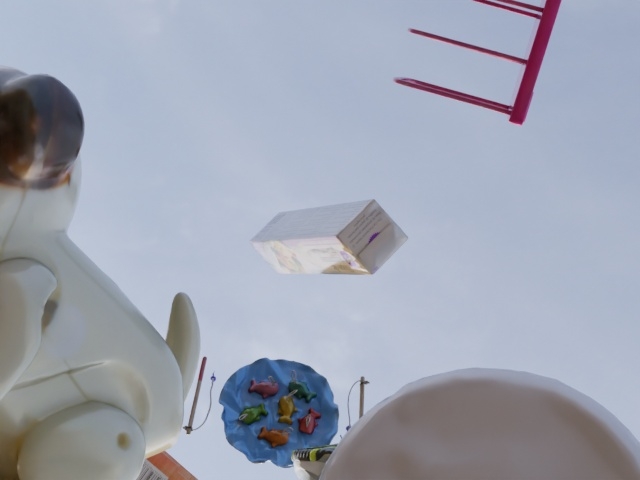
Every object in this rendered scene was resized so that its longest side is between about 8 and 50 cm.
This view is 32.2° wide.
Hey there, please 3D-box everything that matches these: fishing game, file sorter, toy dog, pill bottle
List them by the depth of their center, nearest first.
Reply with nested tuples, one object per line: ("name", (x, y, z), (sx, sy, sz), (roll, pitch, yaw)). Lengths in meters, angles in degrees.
("pill bottle", (0.097, 0.200, 0.611), (0.169, 0.301, 0.169), (-5, -120, 9))
("toy dog", (-0.273, 0.048, 0.975), (0.284, 0.395, 0.408), (10, -61, 52))
("file sorter", (0.224, -0.322, 1.480), (0.182, 0.202, 0.291), (17, -79, 6))
("fishing game", (-0.062, 0.248, 1.635), (0.264, 0.189, 0.041), (11, -39, -1))

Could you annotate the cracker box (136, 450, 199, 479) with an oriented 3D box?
("cracker box", (-0.218, 0.307, 1.349), (0.156, 0.067, 0.232), (44, -26, -16))

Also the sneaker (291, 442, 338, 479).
("sneaker", (0.090, 0.316, 1.337), (0.384, 0.145, 0.147), (156, -72, -66))

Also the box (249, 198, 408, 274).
("box", (0.000, 0.000, 1.355), (0.063, 0.067, 0.324), (48, -17, -14))
